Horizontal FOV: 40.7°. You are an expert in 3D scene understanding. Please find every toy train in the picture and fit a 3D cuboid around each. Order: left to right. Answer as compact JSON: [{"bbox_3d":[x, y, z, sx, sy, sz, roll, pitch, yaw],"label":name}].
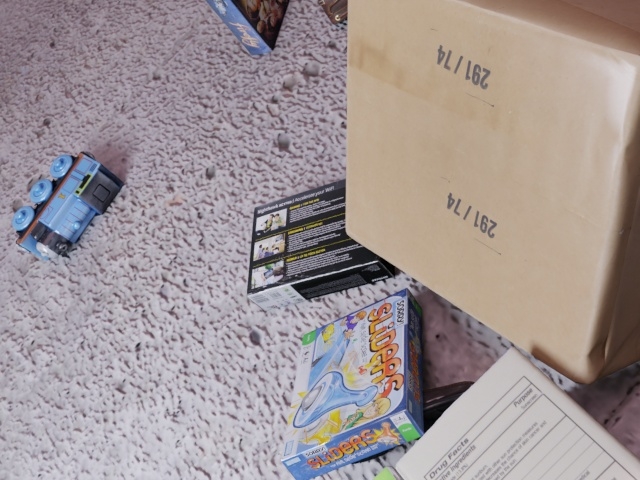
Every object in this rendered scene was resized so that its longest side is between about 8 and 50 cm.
[{"bbox_3d":[-0.390,-0.052,1.315,0.105,0.080,0.184,25,77,36],"label":"toy train"}]

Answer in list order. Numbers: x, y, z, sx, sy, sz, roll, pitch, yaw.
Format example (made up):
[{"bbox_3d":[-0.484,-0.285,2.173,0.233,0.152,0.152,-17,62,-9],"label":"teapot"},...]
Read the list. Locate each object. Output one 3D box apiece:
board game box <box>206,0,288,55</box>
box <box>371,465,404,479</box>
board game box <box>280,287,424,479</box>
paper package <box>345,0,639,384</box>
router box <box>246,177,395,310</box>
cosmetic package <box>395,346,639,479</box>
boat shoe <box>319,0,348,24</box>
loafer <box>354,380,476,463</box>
[{"bbox_3d":[-0.128,-0.413,1.261,0.042,0.243,0.165,-1,61,32],"label":"board game box"},{"bbox_3d":[0.019,0.394,0.757,0.322,0.058,0.232,-45,47,3],"label":"box"},{"bbox_3d":[0.037,0.140,0.869,0.136,0.035,0.201,-26,24,18],"label":"board game box"},{"bbox_3d":[0.185,-0.089,0.781,0.168,0.310,0.325,-21,36,-31],"label":"paper package"},{"bbox_3d":[0.000,0.000,1.036,0.178,0.046,0.133,-16,53,25],"label":"router box"},{"bbox_3d":[0.217,0.243,0.672,0.153,0.129,0.296,-45,47,2],"label":"cosmetic package"},{"bbox_3d":[0.091,-0.373,1.210,0.207,0.073,0.073,-20,14,27],"label":"boat shoe"},{"bbox_3d":[0.081,0.167,0.862,0.170,0.062,0.061,-22,46,19],"label":"loafer"}]
